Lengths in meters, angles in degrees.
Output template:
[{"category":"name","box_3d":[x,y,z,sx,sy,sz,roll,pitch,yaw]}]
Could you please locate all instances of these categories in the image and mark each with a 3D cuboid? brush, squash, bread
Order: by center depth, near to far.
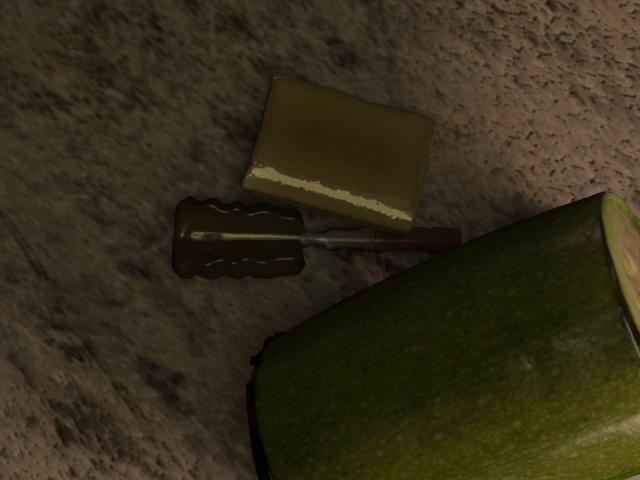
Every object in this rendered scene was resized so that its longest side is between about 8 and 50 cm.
[{"category":"squash","box_3d":[0.147,0.137,1.676,0.384,0.263,0.263,-24,95,21]},{"category":"bread","box_3d":[0.019,-0.084,1.799,0.178,0.060,0.140,17,64,-4]},{"category":"brush","box_3d":[0.000,0.000,1.814,0.301,0.071,0.084,1,89,-11]}]
